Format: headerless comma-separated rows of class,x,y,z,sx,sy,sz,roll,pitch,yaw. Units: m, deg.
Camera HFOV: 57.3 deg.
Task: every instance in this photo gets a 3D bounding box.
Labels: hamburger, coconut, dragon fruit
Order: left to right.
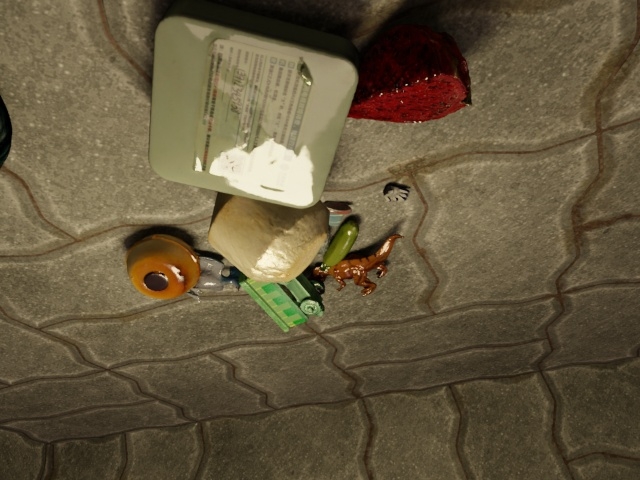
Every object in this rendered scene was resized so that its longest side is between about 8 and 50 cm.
hamburger,-0.472,0.077,1.769,0.237,0.147,0.237,2,130,2
coconut,-0.143,-0.060,1.500,0.328,0.329,0.329,-4,148,-2
dragon fruit,0.201,-0.346,1.213,0.205,0.152,0.317,9,170,-38

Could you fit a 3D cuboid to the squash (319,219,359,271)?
squash,0.062,0.016,1.840,0.066,0.066,0.252,7,144,-19

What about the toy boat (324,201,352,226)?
toy boat,0.036,-0.067,1.734,0.096,0.034,0.122,7,148,-8

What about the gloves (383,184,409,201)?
gloves,0.212,-0.131,1.665,0.086,0.026,0.064,12,146,-33

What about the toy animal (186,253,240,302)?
toy animal,-0.375,0.120,1.940,0.255,0.176,0.239,31,142,6

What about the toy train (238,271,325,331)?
toy train,-0.115,0.158,1.933,0.202,0.120,0.301,-24,123,24

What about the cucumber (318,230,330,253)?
cucumber,0.000,-0.001,1.807,0.064,0.064,0.112,-4,150,-1

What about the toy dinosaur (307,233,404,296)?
toy dinosaur,0.150,0.089,1.946,0.432,0.097,0.208,-27,135,32

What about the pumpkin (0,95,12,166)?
pumpkin,-0.787,-0.218,1.183,0.315,0.238,0.315,-2,144,-1

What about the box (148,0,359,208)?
box,-0.145,-0.264,1.218,0.396,0.111,0.396,13,134,-8
